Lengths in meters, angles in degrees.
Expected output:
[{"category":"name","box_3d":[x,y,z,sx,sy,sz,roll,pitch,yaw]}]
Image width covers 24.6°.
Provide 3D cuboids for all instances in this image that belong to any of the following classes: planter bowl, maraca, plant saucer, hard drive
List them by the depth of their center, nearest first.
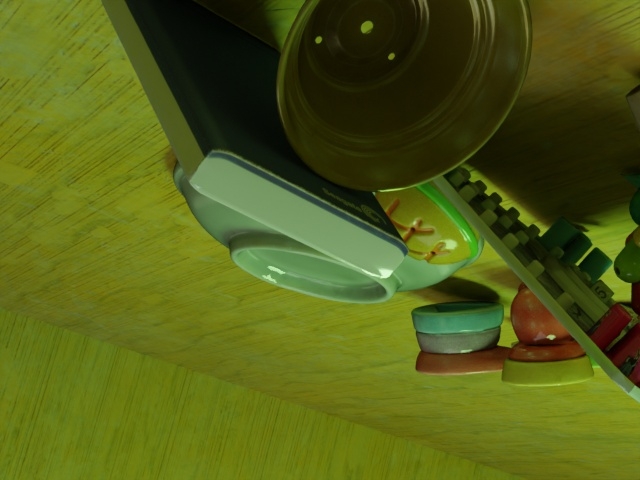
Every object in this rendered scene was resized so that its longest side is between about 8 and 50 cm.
[{"category":"planter bowl","box_3d":[0.051,-0.154,1.160,0.217,0.217,0.090,26,-163,-36]},{"category":"hard drive","box_3d":[-0.065,-0.109,1.236,0.210,0.040,0.319,26,-158,-37]},{"category":"maraca","box_3d":[0.105,-0.044,1.589,0.186,0.099,0.127,48,162,-28]},{"category":"plant saucer","box_3d":[0.000,0.000,1.831,0.400,0.101,0.400,14,165,4]}]

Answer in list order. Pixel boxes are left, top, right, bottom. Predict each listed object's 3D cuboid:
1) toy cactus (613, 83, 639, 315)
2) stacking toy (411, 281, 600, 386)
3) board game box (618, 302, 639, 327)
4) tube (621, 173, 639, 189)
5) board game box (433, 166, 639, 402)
[{"category":"toy cactus","box_3d":[0.321,-0.054,1.246,0.180,0.219,0.112,56,-179,-7]},{"category":"stacking toy","box_3d":[0.295,0.112,2.041,0.279,0.131,0.309,-7,-176,-39]},{"category":"board game box","box_3d":[0.466,0.133,1.914,0.103,0.026,0.154,27,180,-37]},{"category":"tube","box_3d":[0.388,-0.046,1.409,0.080,0.052,0.207,41,158,-27]},{"category":"board game box","box_3d":[0.274,0.055,1.450,0.390,0.050,0.390,33,-165,-49]}]
